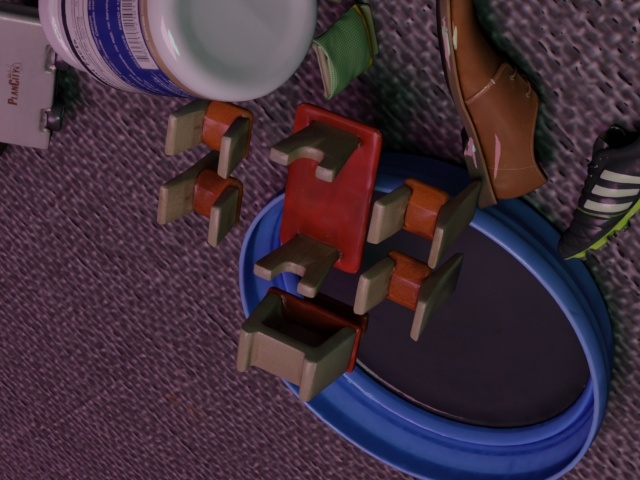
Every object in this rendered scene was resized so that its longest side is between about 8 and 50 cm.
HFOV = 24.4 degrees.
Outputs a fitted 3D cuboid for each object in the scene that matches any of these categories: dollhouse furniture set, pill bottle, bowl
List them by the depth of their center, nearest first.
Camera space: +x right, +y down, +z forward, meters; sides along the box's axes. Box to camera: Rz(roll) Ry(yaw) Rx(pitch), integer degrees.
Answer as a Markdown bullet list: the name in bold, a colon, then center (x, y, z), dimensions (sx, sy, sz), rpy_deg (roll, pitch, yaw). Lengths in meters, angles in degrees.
- **dollhouse furniture set**: center (0.032, -0.193, 1.240), dimensions (0.058, 0.076, 0.152), rpy_deg (12, 133, 30)
- **pill bottle**: center (-0.132, -0.200, 1.262), dimensions (0.264, 0.153, 0.153), rpy_deg (14, 138, 55)
- **dollhouse furniture set**: center (0.000, 0.000, 1.320), dimensions (0.262, 0.135, 0.259), rpy_deg (23, 127, 19)
- **bowl**: center (0.103, 0.081, 1.447), dimensions (0.391, 0.077, 0.391), rpy_deg (21, 137, 21)

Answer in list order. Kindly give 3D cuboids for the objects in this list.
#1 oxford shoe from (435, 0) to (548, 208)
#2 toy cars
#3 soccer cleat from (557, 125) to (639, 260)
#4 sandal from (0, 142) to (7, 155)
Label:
- **oxford shoe**: center (0.142, -0.131, 1.237), dimensions (0.076, 0.076, 0.212), rpy_deg (-14, 120, 10)
- **toy cars**: center (-0.357, -0.243, 1.443), dimensions (0.176, 0.087, 0.394), rpy_deg (-17, 137, 24)
- **soccer cleat**: center (0.246, -0.050, 1.233), dimensions (0.072, 0.060, 0.179), rpy_deg (46, 135, 6)
- **sandal**: center (-0.388, -0.154, 1.601), dimensions (0.060, 0.090, 0.219), rpy_deg (40, 141, 33)
